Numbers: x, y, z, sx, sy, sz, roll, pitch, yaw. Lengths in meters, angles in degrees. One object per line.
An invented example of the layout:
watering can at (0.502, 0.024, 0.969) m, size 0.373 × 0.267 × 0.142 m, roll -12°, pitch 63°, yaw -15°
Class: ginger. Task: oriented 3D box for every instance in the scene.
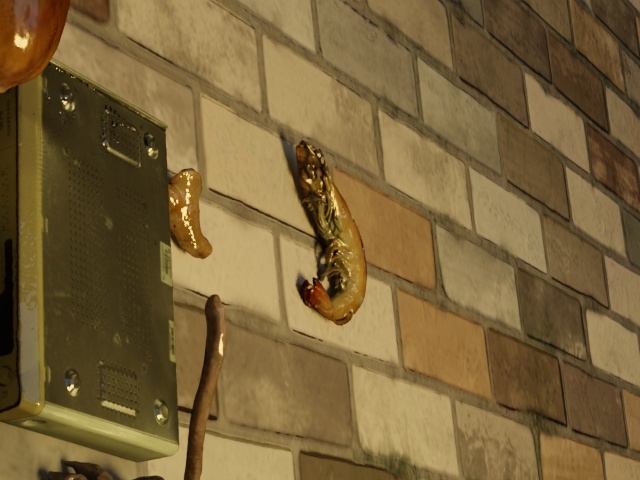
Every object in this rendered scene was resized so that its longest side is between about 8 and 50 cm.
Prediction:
ginger at (-0.113, -0.030, 1.510) m, size 0.048 × 0.030 × 0.097 m, roll -51°, pitch 128°, yaw -26°

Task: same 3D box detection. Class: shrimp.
shrimp at (-0.001, 0.000, 1.747) m, size 0.124 × 0.034 × 0.178 m, roll -62°, pitch 139°, yaw -47°

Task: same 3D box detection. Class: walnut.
walnut at (-0.219, -0.195, 1.254) m, size 0.116 × 0.116 × 0.207 m, roll 38°, pitch 45°, yaw -56°

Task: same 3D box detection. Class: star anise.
star anise at (-0.093, 0.154, 1.251) m, size 0.218 × 0.227 × 0.148 m, roll 59°, pitch 34°, yaw -14°

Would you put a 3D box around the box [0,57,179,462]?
box at (-0.166, 0.013, 1.349) m, size 0.211 × 0.045 × 0.270 m, roll 31°, pitch 51°, yaw -57°
